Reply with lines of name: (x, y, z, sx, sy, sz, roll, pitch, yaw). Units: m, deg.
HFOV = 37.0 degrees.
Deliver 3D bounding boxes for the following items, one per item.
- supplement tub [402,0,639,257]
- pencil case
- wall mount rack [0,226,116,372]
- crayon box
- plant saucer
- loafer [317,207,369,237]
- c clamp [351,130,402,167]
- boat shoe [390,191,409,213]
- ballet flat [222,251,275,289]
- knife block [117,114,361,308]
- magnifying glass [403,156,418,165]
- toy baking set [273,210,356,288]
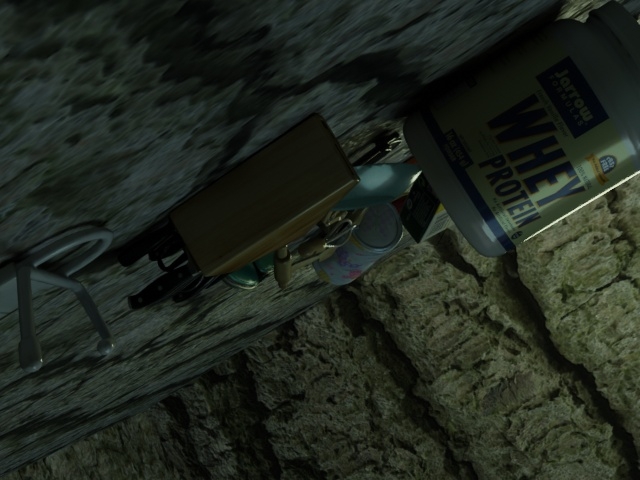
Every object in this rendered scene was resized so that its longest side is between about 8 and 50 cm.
supplement tub: (0.302, -0.150, 1.296, 0.325, 0.235, 0.235, -32, 173, 12)
pencil case: (0.069, 0.007, 1.944, 0.124, 0.113, 0.273, -13, 167, -20)
wall mount rack: (-0.340, 0.118, 0.920, 0.350, 0.130, 0.304, -31, 173, -1)
crayon box: (0.320, -0.135, 1.936, 0.319, 0.081, 0.202, -26, 157, -27)
plant saucer: (0.049, -0.069, 1.337, 0.195, 0.037, 0.195, -7, 174, -1)
loafer: (0.063, -0.053, 1.742, 0.148, 0.050, 0.056, -33, 173, 17)
c clamp: (0.060, -0.117, 1.422, 0.161, 0.022, 0.137, -36, 177, 28)
boat shoe: (0.136, -0.049, 2.068, 0.170, 0.063, 0.059, -41, 170, 4)
ballet flat: (-0.128, 0.051, 1.599, 0.068, 0.072, 0.213, -29, 175, 25)
knife block: (-0.111, -0.016, 1.109, 0.242, 0.088, 0.276, -28, 173, -28)
magnifying glass: (0.225, -0.174, 1.695, 0.231, 0.026, 0.092, -34, 173, 8)
toy baking set: (-0.005, 0.003, 1.630, 0.197, 0.030, 0.256, -38, 160, -23)
